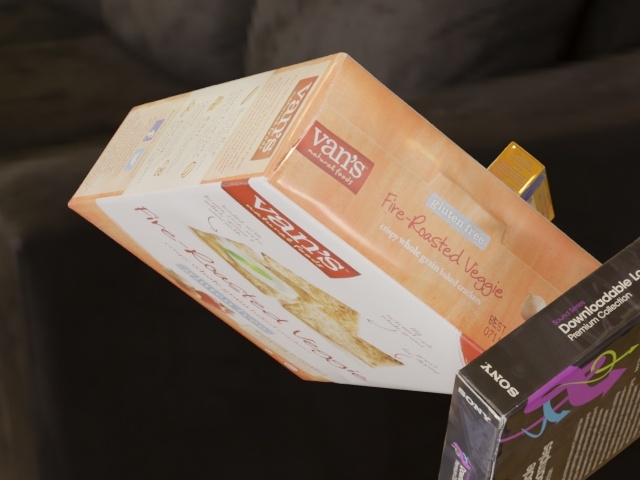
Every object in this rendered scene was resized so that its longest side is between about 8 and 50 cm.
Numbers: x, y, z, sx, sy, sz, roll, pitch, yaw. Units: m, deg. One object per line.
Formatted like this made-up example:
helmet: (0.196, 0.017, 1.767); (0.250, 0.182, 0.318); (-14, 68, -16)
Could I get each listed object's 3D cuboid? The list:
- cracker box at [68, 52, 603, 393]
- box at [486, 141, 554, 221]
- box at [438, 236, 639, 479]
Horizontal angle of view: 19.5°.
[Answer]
cracker box: (0.000, 0.000, 0.822); (0.067, 0.155, 0.232); (-58, 21, -16)
box: (0.073, 0.016, 1.021); (0.028, 0.136, 0.081); (38, -8, 20)
box: (0.112, 0.045, 0.705); (0.162, 0.116, 0.029); (-35, 62, -24)
